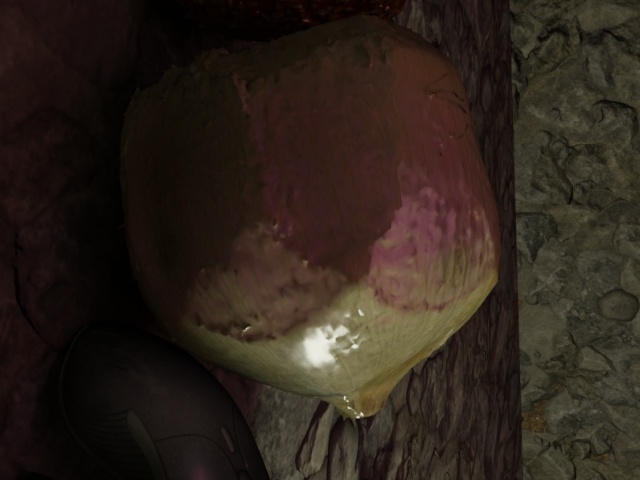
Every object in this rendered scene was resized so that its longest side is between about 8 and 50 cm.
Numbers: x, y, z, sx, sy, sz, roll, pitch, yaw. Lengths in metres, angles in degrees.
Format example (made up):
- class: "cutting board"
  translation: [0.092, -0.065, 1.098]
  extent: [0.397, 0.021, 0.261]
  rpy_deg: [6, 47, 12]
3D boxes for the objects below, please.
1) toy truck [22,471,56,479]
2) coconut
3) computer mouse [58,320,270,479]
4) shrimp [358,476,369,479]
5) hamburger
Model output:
- class: "toy truck"
  translation: [-0.259, 0.294, 0.677]
  extent: [0.079, 0.065, 0.147]
  rpy_deg: [-27, 120, -56]
- class: "coconut"
  translation: [0.000, 0.000, 0.778]
  extent: [0.404, 0.404, 0.405]
  rpy_deg: [-18, 110, -62]
- class: "computer mouse"
  translation: [-0.109, 0.222, 0.726]
  extent: [0.379, 0.090, 0.167]
  rpy_deg: [50, 25, 6]
- class: "shrimp"
  translation: [0.115, 0.523, 1.514]
  extent: [0.161, 0.049, 0.166]
  rpy_deg: [-51, 130, -47]
- class: "hamburger"
  translation: [-0.032, -0.334, 0.824]
  extent: [0.291, 0.290, 0.225]
  rpy_deg: [-16, 109, -63]
